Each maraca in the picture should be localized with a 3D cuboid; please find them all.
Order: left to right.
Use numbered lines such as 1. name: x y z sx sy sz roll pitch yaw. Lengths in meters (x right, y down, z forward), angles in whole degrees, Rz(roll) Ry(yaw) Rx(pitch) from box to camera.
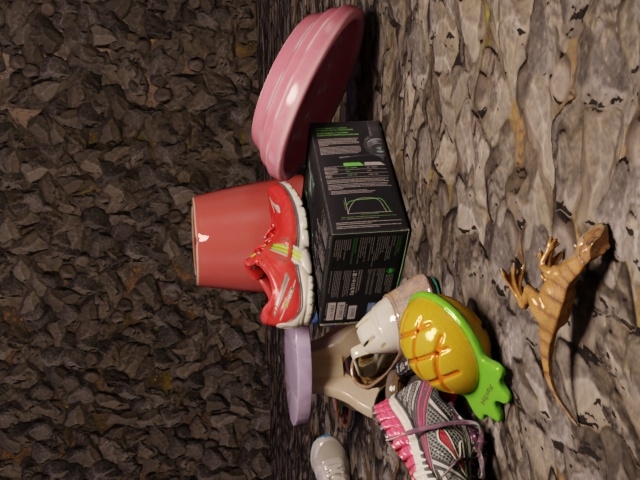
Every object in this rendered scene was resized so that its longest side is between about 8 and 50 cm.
1. maraca: 0.166 0.141 1.168 0.186 0.099 0.127 49 152 31

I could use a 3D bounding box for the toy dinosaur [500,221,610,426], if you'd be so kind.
1. toy dinosaur: 0.220 0.067 0.914 0.112 0.064 0.212 -109 18 -53

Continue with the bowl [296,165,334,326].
1. bowl: 0.000 0.000 2.111 0.391 0.077 0.391 177 90 -80

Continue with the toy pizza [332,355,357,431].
1. toy pizza: 0.045 0.316 2.079 0.201 0.032 0.201 177 90 -80

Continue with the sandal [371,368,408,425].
1. sandal: 0.109 0.267 1.511 0.219 0.060 0.090 74 -159 -60

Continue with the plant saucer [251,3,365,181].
1. plant saucer: -0.028 -0.268 1.683 0.332 0.084 0.332 -62 -8 -16

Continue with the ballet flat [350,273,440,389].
1. ballet flat: 0.104 0.157 1.474 0.316 0.106 0.108 102 155 -56

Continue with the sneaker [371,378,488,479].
1. sneaker: 0.167 0.278 1.172 0.121 0.112 0.299 55 -179 -42

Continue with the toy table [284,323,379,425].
1. toy table: 0.020 0.240 1.826 0.274 0.160 0.252 98 164 -52

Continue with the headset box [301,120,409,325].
1. headset box: 0.048 -0.039 1.665 0.246 0.131 0.283 97 166 -48

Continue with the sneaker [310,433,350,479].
1. sneaker: 0.036 0.537 2.081 0.092 0.087 0.229 -176 75 -73

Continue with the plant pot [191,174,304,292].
1. plant pot: -0.152 -0.004 2.055 0.275 0.243 0.275 176 90 -80

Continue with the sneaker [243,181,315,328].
1. sneaker: -0.078 0.020 1.681 0.107 0.118 0.279 105 159 -64

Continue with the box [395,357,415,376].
1. box: 0.149 0.167 1.285 0.067 0.083 0.018 116 148 -71
